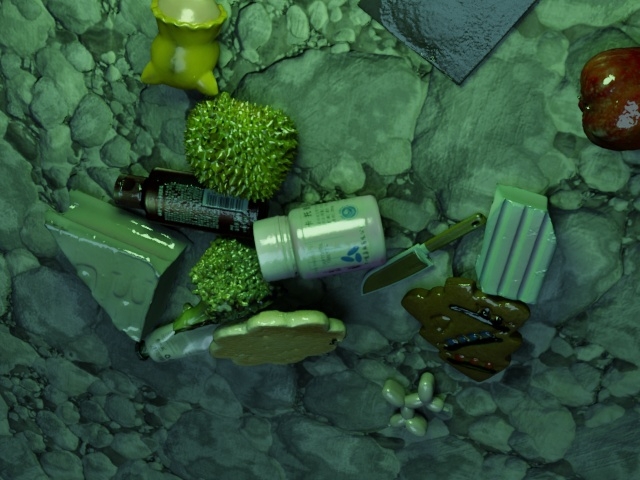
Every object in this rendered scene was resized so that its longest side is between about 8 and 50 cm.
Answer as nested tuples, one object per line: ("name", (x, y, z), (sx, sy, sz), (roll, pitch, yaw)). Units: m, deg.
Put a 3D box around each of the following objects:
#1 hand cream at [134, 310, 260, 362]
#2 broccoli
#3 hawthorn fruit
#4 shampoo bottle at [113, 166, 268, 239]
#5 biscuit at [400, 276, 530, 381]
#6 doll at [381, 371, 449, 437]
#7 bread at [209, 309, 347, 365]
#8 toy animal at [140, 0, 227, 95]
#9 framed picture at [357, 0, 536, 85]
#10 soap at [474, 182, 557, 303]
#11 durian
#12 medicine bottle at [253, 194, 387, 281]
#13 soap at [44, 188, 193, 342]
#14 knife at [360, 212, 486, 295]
("hand cream", (-0.283, 0.221, 2.255), (0.336, 0.076, 0.121), (-17, 122, 18))
("broccoli", (-0.220, 0.081, 2.052), (0.273, 0.242, 0.180), (-18, 94, 19))
("hawthorn fruit", (0.546, -0.248, 1.635), (0.202, 0.185, 0.185), (-16, 118, 6))
("shampoo bottle", (-0.275, -0.084, 2.027), (0.323, 0.084, 0.129), (8, 108, 11))
("biscuit", (0.324, 0.201, 2.042), (0.278, 0.043, 0.301), (-1, 129, 27))
("doll", (0.214, 0.386, 2.213), (0.161, 0.059, 0.160), (-16, 115, 24))
("bread", (-0.095, 0.215, 2.111), (0.316, 0.054, 0.316), (-5, 158, -2))
("toy animal", (-0.250, -0.388, 1.789), (0.156, 0.156, 0.229), (15, 122, 7))
("framed picture", (0.252, -0.457, 1.672), (0.244, 0.013, 0.324), (36, 125, -9))
("soap", (0.388, 0.002, 1.889), (0.145, 0.091, 0.230), (13, 125, 4))
("durian", (-0.162, -0.178, 1.887), (0.237, 0.176, 0.200), (25, 146, -14))
("medicine bottle", (0.000, 0.000, 1.926), (0.255, 0.152, 0.152), (-10, 121, 0))
("soap", (-0.475, 0.061, 2.146), (0.302, 0.159, 0.257), (25, 128, 1))
("knife", (0.209, 0.038, 2.003), (0.343, 0.027, 0.061), (-30, 114, 30))
